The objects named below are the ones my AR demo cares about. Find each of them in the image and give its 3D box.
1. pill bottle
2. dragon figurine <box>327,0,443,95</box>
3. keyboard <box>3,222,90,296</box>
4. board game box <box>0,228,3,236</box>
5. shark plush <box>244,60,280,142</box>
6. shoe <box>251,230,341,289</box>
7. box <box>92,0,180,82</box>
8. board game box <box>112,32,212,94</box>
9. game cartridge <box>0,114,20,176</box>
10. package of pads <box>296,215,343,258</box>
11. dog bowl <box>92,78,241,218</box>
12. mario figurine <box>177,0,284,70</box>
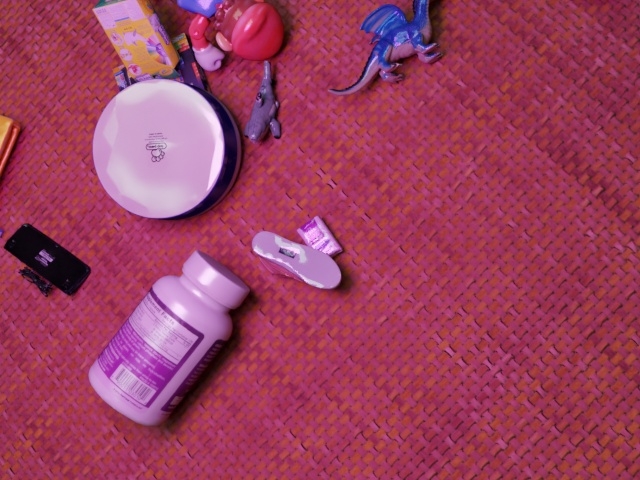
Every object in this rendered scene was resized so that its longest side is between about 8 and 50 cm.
[{"bbox_3d":[-0.267,0.171,1.666,0.169,0.169,0.301,39,92,19],"label":"pill bottle"},{"bbox_3d":[0.128,-0.374,1.692,0.289,0.085,0.144,-29,73,9],"label":"dragon figurine"},{"bbox_3d":[-0.557,0.050,1.854,0.192,0.038,0.100,33,67,20],"label":"keyboard"},{"bbox_3d":[-0.762,0.034,1.909,0.136,0.035,0.201,29,89,19],"label":"board game box"},{"bbox_3d":[-0.103,-0.260,1.750,0.073,0.067,0.161,18,85,19],"label":"shark plush"},{"bbox_3d":[-0.039,0.043,1.670,0.178,0.081,0.063,25,77,13],"label":"shoe"},{"bbox_3d":[-0.342,-0.383,1.754,0.105,0.179,0.043,-6,39,25],"label":"box"},{"bbox_3d":[-0.314,-0.311,1.833,0.170,0.048,0.141,-25,73,11],"label":"board game box"},{"bbox_3d":[-0.816,-0.162,1.897,0.324,0.052,0.285,19,83,11],"label":"game cartridge"},{"bbox_3d":[0.000,0.000,1.690,0.050,0.032,0.083,-37,72,5],"label":"package of pads"},{"bbox_3d":[-0.290,-0.170,1.741,0.265,0.104,0.264,0,92,12],"label":"dog bowl"},{"bbox_3d":[-0.210,-0.459,1.759,0.320,0.198,0.170,36,51,-9],"label":"mario figurine"}]
